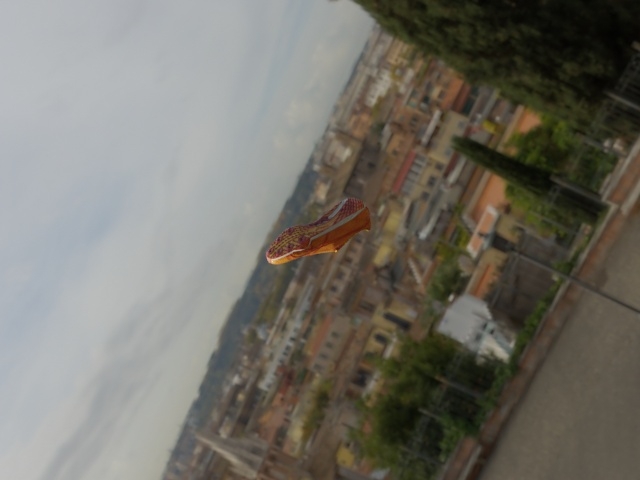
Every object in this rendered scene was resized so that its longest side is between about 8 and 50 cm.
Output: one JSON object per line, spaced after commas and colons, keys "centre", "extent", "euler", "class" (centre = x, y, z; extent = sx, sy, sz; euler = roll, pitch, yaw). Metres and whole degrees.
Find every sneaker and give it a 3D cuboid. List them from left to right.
{"centre": [0.000, 0.000, 1.397], "extent": [0.064, 0.175, 0.067], "euler": [-112, -2, -54], "class": "sneaker"}
